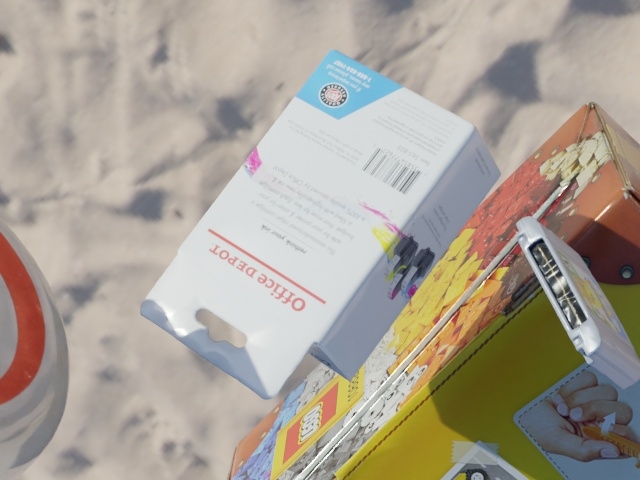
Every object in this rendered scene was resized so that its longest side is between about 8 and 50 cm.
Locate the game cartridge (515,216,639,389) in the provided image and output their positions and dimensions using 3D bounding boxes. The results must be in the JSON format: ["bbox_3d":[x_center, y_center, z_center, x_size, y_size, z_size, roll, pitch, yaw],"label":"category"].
[{"bbox_3d":[0.124,0.030,0.817,0.017,0.083,0.056,-34,143,14],"label":"game cartridge"}]

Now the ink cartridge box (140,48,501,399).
[{"bbox_3d":[0.000,0.000,0.928,0.104,0.181,0.061,32,169,30],"label":"ink cartridge box"}]

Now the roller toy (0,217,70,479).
[{"bbox_3d":[-0.226,0.061,0.774,0.191,0.209,0.146,49,118,3],"label":"roller toy"}]

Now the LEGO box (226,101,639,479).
[{"bbox_3d":[0.238,0.219,1.170,0.500,0.193,0.372,42,107,-11],"label":"LEGO box"}]
